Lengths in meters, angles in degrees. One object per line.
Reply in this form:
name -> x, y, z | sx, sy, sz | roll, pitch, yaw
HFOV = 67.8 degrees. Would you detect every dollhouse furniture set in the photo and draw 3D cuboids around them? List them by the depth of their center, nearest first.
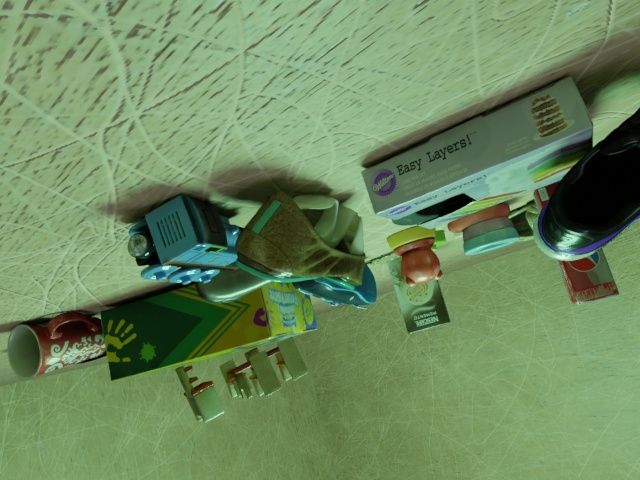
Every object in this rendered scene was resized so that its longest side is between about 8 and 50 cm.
dollhouse furniture set -> -0.197, 0.312, 1.146 | 0.259, 0.135, 0.262 | -22, 174, -31

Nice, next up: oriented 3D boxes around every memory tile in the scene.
memory tile -> 0.211, 0.052, 1.466 | 0.148, 0.012, 0.113 | -25, 165, 41

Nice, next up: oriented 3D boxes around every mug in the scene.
mug -> -0.545, 0.220, 1.026 | 0.150, 0.113, 0.169 | -19, 172, 25

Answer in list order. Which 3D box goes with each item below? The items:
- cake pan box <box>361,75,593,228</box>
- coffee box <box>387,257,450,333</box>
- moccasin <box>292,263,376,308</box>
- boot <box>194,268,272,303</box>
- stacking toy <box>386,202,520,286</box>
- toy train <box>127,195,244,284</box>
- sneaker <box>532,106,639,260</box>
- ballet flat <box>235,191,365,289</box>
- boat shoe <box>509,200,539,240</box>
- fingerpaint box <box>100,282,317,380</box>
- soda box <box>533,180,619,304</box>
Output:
cake pan box -> 0.214, -0.093, 0.638 | 0.266, 0.070, 0.245 | -21, 165, 25
coffee box -> 0.321, 0.164, 1.552 | 0.141, 0.247, 0.098 | -18, 169, 13
moccasin -> 0.043, 0.103, 1.266 | 0.116, 0.138, 0.342 | -16, 155, 26
boot -> -0.087, 0.028, 0.835 | 0.246, 0.084, 0.161 | -13, 162, -41
stacking toy -> 0.336, 0.026, 1.213 | 0.308, 0.131, 0.279 | -16, 168, 6
toy train -> -0.153, 0.005, 0.596 | 0.105, 0.080, 0.184 | -25, 166, 15
sneaker -> 0.366, -0.095, 0.525 | 0.293, 0.102, 0.146 | -48, 156, 8
ballet flat -> 0.000, 0.000, 0.686 | 0.116, 0.124, 0.342 | 24, -178, 26
boat shoe -> 0.567, -0.054, 1.203 | 0.098, 0.109, 0.302 | -11, 173, -27
fingerpaint box -> -0.240, 0.199, 1.187 | 0.370, 0.163, 0.445 | -16, 169, 10
soda box -> 0.546, 0.002, 1.029 | 0.083, 0.264, 0.092 | -18, 168, 18
